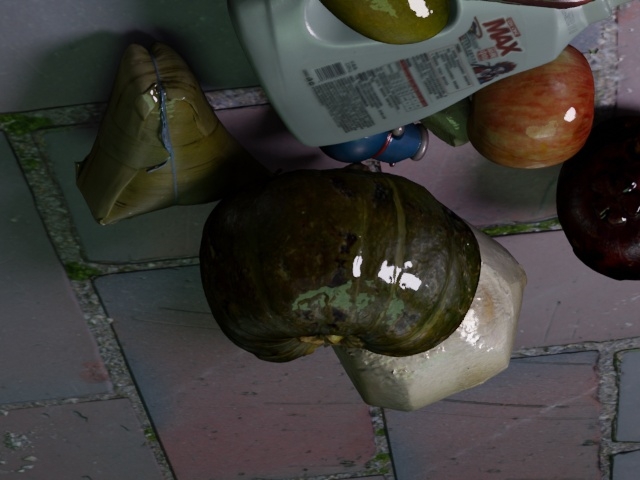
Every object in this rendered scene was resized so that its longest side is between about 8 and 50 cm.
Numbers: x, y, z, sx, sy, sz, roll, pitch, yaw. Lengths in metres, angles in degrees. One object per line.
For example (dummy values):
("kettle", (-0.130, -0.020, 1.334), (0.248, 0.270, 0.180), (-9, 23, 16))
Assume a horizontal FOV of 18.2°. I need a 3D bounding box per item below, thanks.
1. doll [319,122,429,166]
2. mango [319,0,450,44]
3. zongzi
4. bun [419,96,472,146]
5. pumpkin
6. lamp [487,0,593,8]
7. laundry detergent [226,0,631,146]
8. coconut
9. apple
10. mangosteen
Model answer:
("doll", (0.050, -0.125, 2.235), (0.152, 0.085, 0.114), (14, 167, -40))
("mango", (0.026, -0.304, 1.751), (0.146, 0.129, 0.289), (-20, 115, -22))
("zongzi", (-0.126, -0.121, 2.210), (0.256, 0.115, 0.228), (-3, 143, -25))
("bun", (0.143, -0.147, 2.224), (0.055, 0.086, 0.086), (-48, 146, -11))
("pumpkin", (0.000, 0.000, 2.224), (0.325, 0.242, 0.232), (-7, 152, 20))
("lamp", (0.177, -0.308, 1.863), (0.258, 0.180, 0.180), (2, 147, -9))
("laundry detergent", (0.128, -0.235, 2.029), (0.398, 0.124, 0.264), (-14, 144, 14))
("coconut", (0.127, 0.073, 2.415), (0.247, 0.245, 0.245), (-28, 147, -4))
("apple", (0.225, -0.147, 2.155), (0.131, 0.146, 0.146), (-1, 148, -5))
("mangosteen", (0.370, -0.049, 2.288), (0.210, 0.210, 0.210), (-2, 148, -2))
